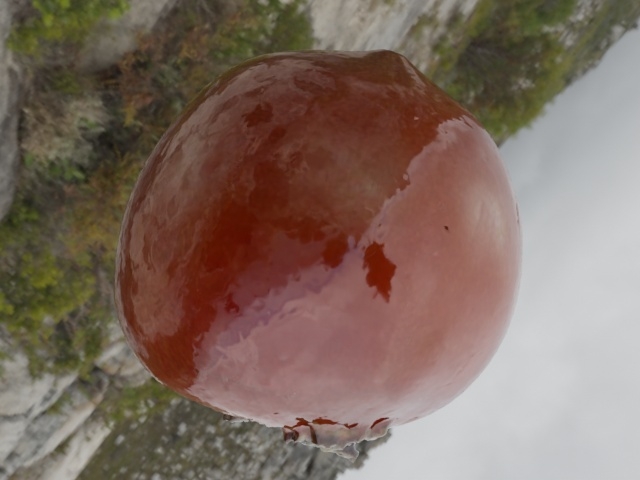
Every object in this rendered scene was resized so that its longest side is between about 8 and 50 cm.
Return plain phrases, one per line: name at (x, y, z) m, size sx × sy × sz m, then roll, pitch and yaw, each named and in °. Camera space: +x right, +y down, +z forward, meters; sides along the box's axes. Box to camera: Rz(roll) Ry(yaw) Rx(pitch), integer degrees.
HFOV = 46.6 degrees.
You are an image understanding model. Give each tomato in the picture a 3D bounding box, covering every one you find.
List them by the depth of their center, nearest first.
tomato at (0.000, 0.000, 0.599) m, size 0.321 × 0.322 × 0.321 m, roll -53°, pitch 178°, yaw -3°
